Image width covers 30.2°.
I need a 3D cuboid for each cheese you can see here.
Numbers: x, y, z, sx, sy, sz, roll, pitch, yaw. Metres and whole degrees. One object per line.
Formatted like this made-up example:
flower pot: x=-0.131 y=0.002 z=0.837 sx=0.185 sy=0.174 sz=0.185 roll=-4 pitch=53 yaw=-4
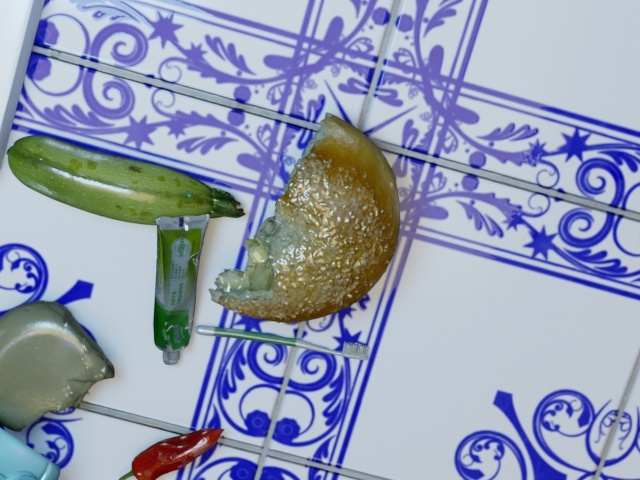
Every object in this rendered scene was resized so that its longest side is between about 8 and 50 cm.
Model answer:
cheese: x=-0.413 y=0.184 z=1.710 sx=0.202 sy=0.091 sz=0.175 roll=-42 pitch=102 yaw=11

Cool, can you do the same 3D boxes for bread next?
bread: x=0.002 y=0.005 z=1.627 sx=0.192 sy=0.171 sz=0.314 roll=33 pitch=103 yaw=-5

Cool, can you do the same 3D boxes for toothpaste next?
toothpaste: x=-0.204 y=0.072 z=1.681 sx=0.078 sy=0.047 sz=0.247 roll=-3 pitch=122 yaw=-19

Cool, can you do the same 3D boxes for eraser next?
eraser: x=-0.443 y=-0.233 z=1.602 sx=0.076 sy=0.078 sz=0.298 roll=17 pitch=104 yaw=-5

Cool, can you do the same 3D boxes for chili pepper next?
chili pepper: x=-0.227 y=0.321 z=1.765 sx=0.191 sy=0.059 sz=0.050 roll=-28 pitch=95 yaw=9

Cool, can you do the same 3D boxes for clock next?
clock: x=-0.474 y=0.307 z=1.686 sx=0.274 sy=0.224 sz=0.094 roll=37 pitch=74 yaw=-17

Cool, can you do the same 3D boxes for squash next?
squash: x=-0.271 y=-0.071 z=1.644 sx=0.341 sy=0.094 sz=0.094 roll=15 pitch=104 yaw=-5

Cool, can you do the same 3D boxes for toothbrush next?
toothbrush: x=-0.056 y=0.148 z=1.741 sx=0.257 sy=0.018 sz=0.024 roll=8 pitch=102 yaw=-3
